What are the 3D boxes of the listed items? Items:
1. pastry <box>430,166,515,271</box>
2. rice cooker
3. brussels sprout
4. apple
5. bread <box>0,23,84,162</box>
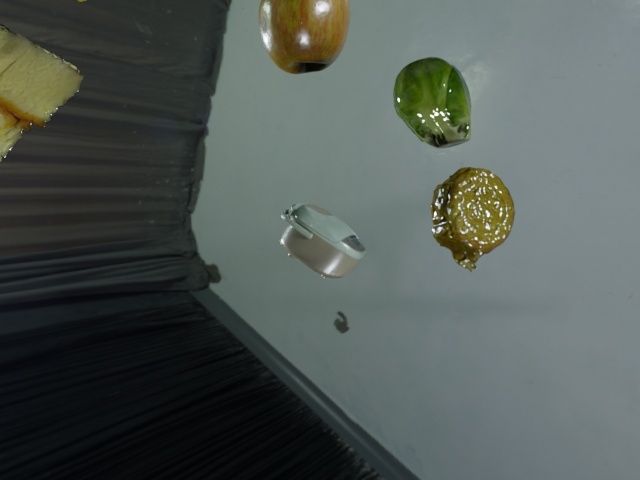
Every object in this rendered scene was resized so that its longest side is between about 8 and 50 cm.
[{"bbox_3d":[0.409,-0.075,1.261,0.240,0.235,0.132,43,154,-7],"label":"pastry"},{"bbox_3d":[0.000,0.000,1.057,0.206,0.145,0.127,30,104,19],"label":"rice cooker"},{"bbox_3d":[0.332,-0.392,1.356,0.210,0.219,0.271,-25,95,11],"label":"brussels sprout"},{"bbox_3d":[-0.044,-0.590,1.298,0.264,0.264,0.264,6,98,41],"label":"apple"},{"bbox_3d":[-0.747,-0.320,0.974,0.405,0.242,0.345,34,89,43],"label":"bread"}]
